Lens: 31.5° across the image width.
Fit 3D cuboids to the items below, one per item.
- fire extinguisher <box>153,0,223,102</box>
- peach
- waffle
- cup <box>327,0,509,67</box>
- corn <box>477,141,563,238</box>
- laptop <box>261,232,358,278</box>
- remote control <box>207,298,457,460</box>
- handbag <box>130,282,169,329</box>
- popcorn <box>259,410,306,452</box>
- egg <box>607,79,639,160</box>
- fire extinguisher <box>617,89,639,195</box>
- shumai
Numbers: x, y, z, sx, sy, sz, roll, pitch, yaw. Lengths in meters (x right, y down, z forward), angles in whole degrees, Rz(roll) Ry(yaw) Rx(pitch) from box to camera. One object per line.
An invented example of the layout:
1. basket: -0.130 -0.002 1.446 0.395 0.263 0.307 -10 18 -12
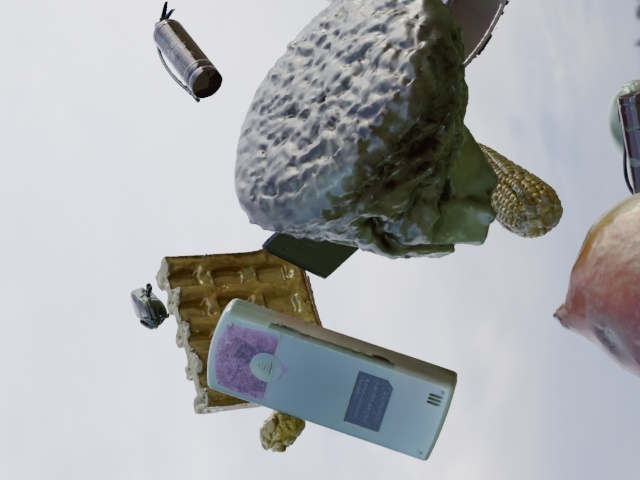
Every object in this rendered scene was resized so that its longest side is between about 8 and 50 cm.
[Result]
1. fire extinguisher: -0.173 -0.235 1.420 0.043 0.064 0.158 7 -147 -40
2. peach: 0.380 0.055 1.241 0.232 0.256 0.232 47 -153 -34
3. waffle: -0.131 0.169 2.172 0.077 0.304 0.348 119 141 -47
4. cup: 0.151 -0.429 1.905 0.253 0.274 0.253 -43 -23 -24
5. corn: 0.290 -0.088 1.863 0.293 0.106 0.106 44 160 58
6. laptop: 0.000 0.000 1.995 0.197 0.135 0.016 27 -153 -52
7. remote control: 0.011 0.194 1.588 0.050 0.344 0.145 -63 -9 -61
8. handbag: -0.285 0.116 1.899 0.111 0.047 0.072 -144 40 -59
9. popcorn: -0.057 0.276 1.665 0.057 0.083 0.082 37 -161 1
10. egg: 0.493 -0.177 1.718 0.152 0.114 0.114 52 -147 -35
11. fire extinguisher: 0.391 -0.102 1.378 0.078 0.045 0.157 -168 63 -70
12. shumai: 0.101 -0.116 1.569 0.348 0.395 0.395 41 -140 -32
